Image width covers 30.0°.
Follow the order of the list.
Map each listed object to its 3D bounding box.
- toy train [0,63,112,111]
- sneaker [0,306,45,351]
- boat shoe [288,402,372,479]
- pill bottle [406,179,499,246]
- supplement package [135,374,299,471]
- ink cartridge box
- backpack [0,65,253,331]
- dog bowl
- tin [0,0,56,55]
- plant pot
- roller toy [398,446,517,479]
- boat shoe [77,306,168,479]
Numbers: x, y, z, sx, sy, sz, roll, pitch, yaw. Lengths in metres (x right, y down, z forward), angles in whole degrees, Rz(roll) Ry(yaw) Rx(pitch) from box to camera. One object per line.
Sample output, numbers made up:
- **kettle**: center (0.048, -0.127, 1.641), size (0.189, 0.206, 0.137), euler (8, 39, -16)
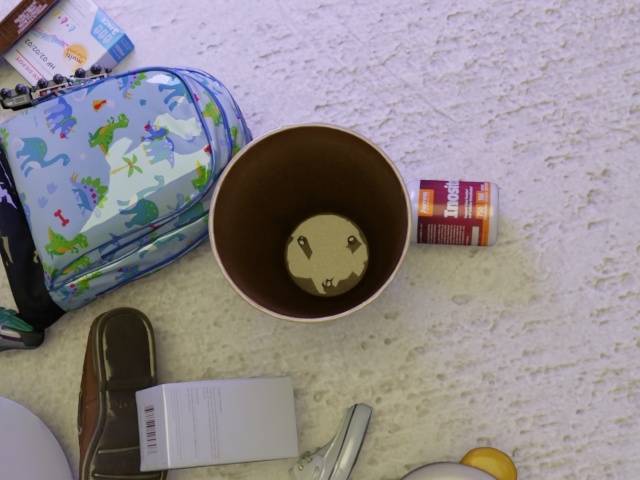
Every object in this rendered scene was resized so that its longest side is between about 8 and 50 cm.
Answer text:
- **toy train**: center (-0.358, -0.205, 1.621), size (0.158, 0.027, 0.036), euler (-15, 87, 0)
- **sneaker**: center (-0.480, 0.137, 1.622), size (0.223, 0.083, 0.098), euler (11, 101, 12)
- **boat shoe**: center (-0.005, 0.307, 1.533), size (0.075, 0.083, 0.226), euler (22, 84, 7)
- **pill bottle**: center (0.157, -0.037, 1.577), size (0.151, 0.086, 0.086), euler (2, 80, 5)
- **supplement package**: center (-0.130, 0.231, 1.509), size (0.179, 0.105, 0.105), euler (1, 77, -28)
- **ink cartridge box**: center (-0.364, -0.252, 1.674), size (0.104, 0.061, 0.181), euler (44, 87, 10)
- **backpack**: center (-0.257, -0.083, 1.560), size (0.355, 0.273, 0.290), euler (-16, 72, -10)
- **dog bowl**: center (-0.436, 0.326, 1.473), size (0.104, 0.264, 0.265), euler (-22, 76, 37)
- **tin**: center (-0.411, -0.317, 1.669), size (0.190, 0.106, 0.040), euler (-46, 110, -3)
- **plant pot**: center (0.000, 0.000, 1.500), size (0.237, 0.254, 0.237), euler (-1, 79, 6)
- **roller toy**: center (0.162, 0.369, 1.476), size (0.209, 0.146, 0.191), euler (-20, 79, 1)
- **boat shoe**: center (-0.262, 0.244, 1.560), size (0.110, 0.104, 0.307), euler (9, 76, -22)
